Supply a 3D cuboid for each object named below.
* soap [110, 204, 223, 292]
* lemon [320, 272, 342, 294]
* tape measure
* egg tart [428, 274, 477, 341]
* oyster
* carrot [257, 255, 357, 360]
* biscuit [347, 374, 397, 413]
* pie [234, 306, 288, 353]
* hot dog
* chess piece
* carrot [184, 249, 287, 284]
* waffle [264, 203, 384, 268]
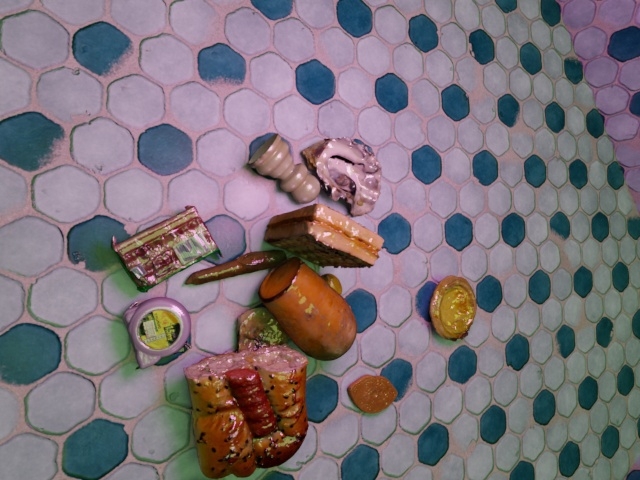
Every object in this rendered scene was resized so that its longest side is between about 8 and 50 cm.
[{"bbox_3d":[-0.455,0.026,1.224,0.274,0.098,0.217,-32,101,-24],"label":"soap"},{"bbox_3d":[0.036,0.170,1.464,0.082,0.082,0.110,-34,104,-24],"label":"lemon"},{"bbox_3d":[-0.475,0.263,1.202,0.179,0.105,0.195,-12,91,-19],"label":"tape measure"},{"bbox_3d":[0.545,0.281,1.701,0.279,0.095,0.278,-1,91,-29],"label":"egg tart"},{"bbox_3d":[0.088,-0.248,1.503,0.352,0.115,0.237,28,84,-17],"label":"oyster"},{"bbox_3d":[-0.034,0.236,1.339,0.340,0.224,0.224,49,68,-23],"label":"carrot"},{"bbox_3d":[0.198,0.585,1.545,0.221,0.029,0.141,11,81,-26],"label":"biscuit"},{"bbox_3d":[-0.197,0.330,1.357,0.185,0.052,0.217,-1,89,-29],"label":"pie"},{"bbox_3d":[-0.214,0.540,1.242,0.368,0.196,0.364,-4,102,-21],"label":"hot dog"},{"bbox_3d":[-0.108,-0.228,1.398,0.251,0.145,0.144,42,70,-25],"label":"chess piece"},{"bbox_3d":[-0.272,0.087,1.329,0.343,0.070,0.070,-14,93,-25],"label":"carrot"},{"bbox_3d":[0.000,0.001,1.294,0.261,0.376,0.113,29,74,-23],"label":"waffle"}]
